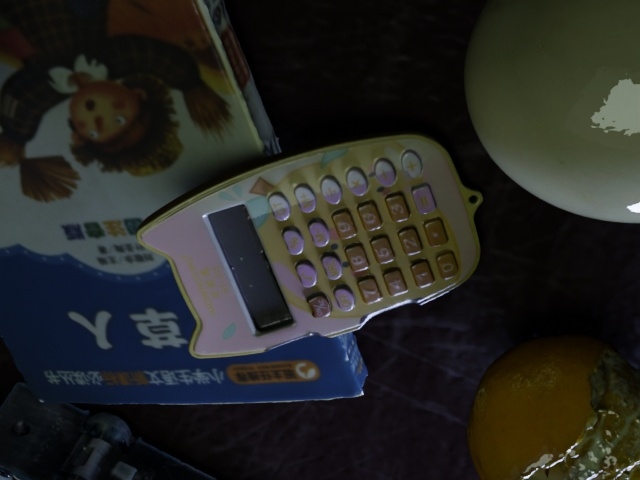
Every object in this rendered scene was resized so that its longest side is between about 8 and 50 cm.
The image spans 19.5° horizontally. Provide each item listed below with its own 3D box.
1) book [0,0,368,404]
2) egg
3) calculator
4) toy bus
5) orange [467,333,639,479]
[{"bbox_3d":[-0.162,-0.046,1.375,0.300,0.039,0.428,-4,126,25],"label":"book"},{"bbox_3d":[0.200,-0.105,1.072,0.242,0.186,0.186,-15,122,27],"label":"egg"},{"bbox_3d":[0.000,0.000,1.314,0.236,0.033,0.157,-16,123,8],"label":"calculator"},{"bbox_3d":[-0.153,0.242,1.576,0.297,0.106,0.131,28,136,0],"label":"toy bus"},{"bbox_3d":[0.178,0.145,1.336,0.157,0.134,0.156,19,145,14],"label":"orange"}]
